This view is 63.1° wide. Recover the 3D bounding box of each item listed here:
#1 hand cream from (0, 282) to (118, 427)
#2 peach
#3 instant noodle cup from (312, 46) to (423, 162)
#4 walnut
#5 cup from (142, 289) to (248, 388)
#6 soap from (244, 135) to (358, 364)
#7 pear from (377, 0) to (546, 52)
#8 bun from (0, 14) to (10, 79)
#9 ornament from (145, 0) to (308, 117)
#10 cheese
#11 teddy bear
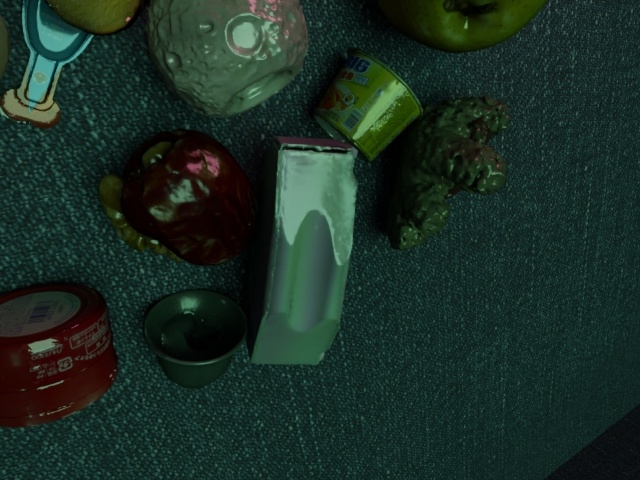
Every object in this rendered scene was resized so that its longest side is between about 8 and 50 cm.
[{"bbox_3d":[-0.454,0.176,0.851,0.230,0.230,0.150,-11,113,-29],"label":"hand cream"},{"bbox_3d":[-0.347,-0.400,0.753,0.279,0.068,0.189,-32,134,-65],"label":"peach"},{"bbox_3d":[0.089,-0.264,1.065,0.205,0.205,0.153,38,91,-36],"label":"instant noodle cup"},{"bbox_3d":[-0.235,-0.056,0.914,0.243,0.222,0.269,-40,135,-1],"label":"walnut"},{"bbox_3d":[-0.249,0.218,1.043,0.198,0.199,0.150,-12,131,-29],"label":"cup"},{"bbox_3d":[-0.047,0.022,1.002,0.156,0.261,0.447,4,112,-15],"label":"soap"},{"bbox_3d":[0.276,-0.548,0.981,0.362,0.362,0.419,34,57,-36],"label":"pear"},{"bbox_3d":[-0.540,-0.282,0.637,0.281,0.281,0.205,-27,79,-22],"label":"bun"},{"bbox_3d":[-0.151,-0.337,0.843,0.259,0.259,0.225,-32,92,-20],"label":"ornament"},{"bbox_3d":[-0.423,-0.300,0.815,0.106,0.037,0.256,18,98,-35],"label":"cheese"},{"bbox_3d":[0.264,-0.129,1.186,0.357,0.224,0.368,-65,172,-50],"label":"teddy bear"}]
